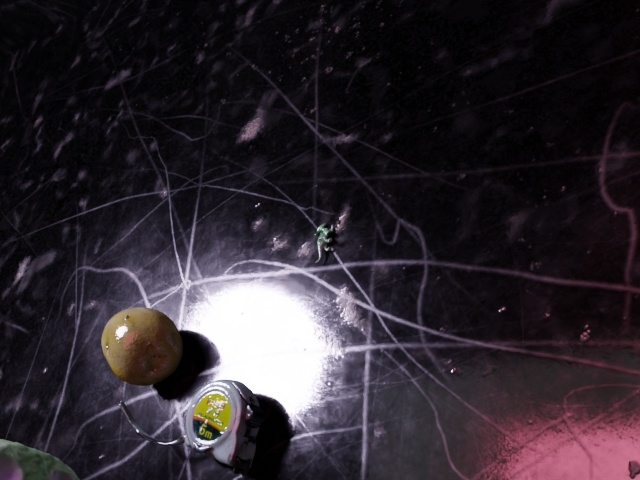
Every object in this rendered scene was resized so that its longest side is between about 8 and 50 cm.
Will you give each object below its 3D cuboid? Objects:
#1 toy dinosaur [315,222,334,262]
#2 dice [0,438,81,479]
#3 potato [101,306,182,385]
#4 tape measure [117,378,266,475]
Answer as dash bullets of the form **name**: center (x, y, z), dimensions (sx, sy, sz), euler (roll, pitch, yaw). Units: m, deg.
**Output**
- **toy dinosaur**: center (0.000, 0.000, 1.449), dimensions (0.083, 0.021, 0.062), euler (-50, 39, -4)
- **dice**: center (-0.634, 0.585, 1.360), dimensions (0.322, 0.330, 0.318), euler (-39, 46, 14)
- **potato**: center (-0.378, 0.210, 1.536), dimensions (0.157, 0.157, 0.194), euler (-55, 33, -3)
- **tape measure**: center (-0.242, 0.324, 1.389), dimensions (0.330, 0.084, 0.163), euler (10, 68, 39)
